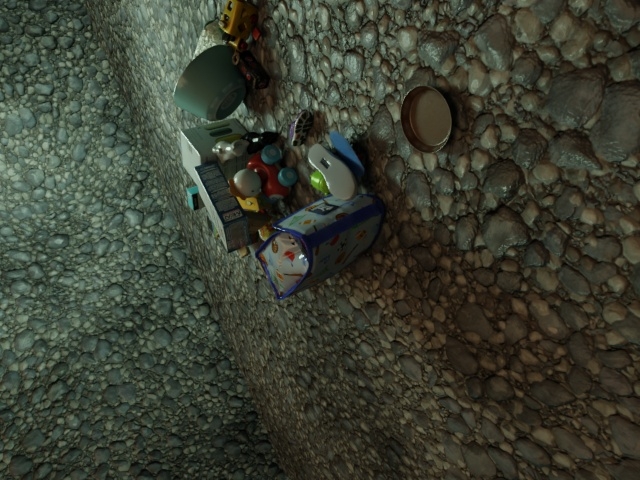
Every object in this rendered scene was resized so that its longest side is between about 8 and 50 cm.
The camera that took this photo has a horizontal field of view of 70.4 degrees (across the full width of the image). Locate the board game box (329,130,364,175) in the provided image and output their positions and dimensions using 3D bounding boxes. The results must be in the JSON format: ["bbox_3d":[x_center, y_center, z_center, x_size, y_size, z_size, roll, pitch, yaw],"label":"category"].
[{"bbox_3d":[0.094,-0.279,1.419,0.169,0.033,0.133,55,170,-22],"label":"board game box"}]

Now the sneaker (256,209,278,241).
[{"bbox_3d":[-0.249,-0.069,2.095,0.208,0.081,0.094,45,138,32],"label":"sneaker"}]

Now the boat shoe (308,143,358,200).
[{"bbox_3d":[0.054,-0.215,1.469,0.096,0.088,0.267,-56,48,17],"label":"boat shoe"}]

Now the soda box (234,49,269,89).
[{"bbox_3d":[-0.263,-0.651,1.733,0.169,0.060,0.053,56,148,21],"label":"soda box"}]

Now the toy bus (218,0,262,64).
[{"bbox_3d":[-0.313,-0.776,1.641,0.190,0.104,0.203,-10,87,44],"label":"toy bus"}]

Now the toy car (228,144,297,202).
[{"bbox_3d":[-0.256,-0.222,1.810,0.210,0.238,0.219,53,149,-2],"label":"toy car"}]

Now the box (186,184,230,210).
[{"bbox_3d":[-0.547,-0.241,2.292,0.060,0.244,0.101,43,143,35],"label":"box"}]

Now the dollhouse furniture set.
[{"bbox_3d":[-0.268,0.060,1.965,0.303,0.173,0.356,-35,71,26],"label":"dollhouse furniture set"}]

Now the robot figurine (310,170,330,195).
[{"bbox_3d":[0.011,-0.205,1.578,0.115,0.067,0.101,36,148,52],"label":"robot figurine"}]

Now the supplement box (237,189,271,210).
[{"bbox_3d":[-0.320,-0.193,2.128,0.233,0.080,0.078,14,122,57],"label":"supplement box"}]

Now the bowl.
[{"bbox_3d":[-0.419,-0.604,1.828,0.163,0.311,0.311,44,148,0],"label":"bowl"}]

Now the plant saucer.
[{"bbox_3d":[0.268,-0.303,1.135,0.168,0.029,0.169,38,141,40],"label":"plant saucer"}]

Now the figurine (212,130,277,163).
[{"bbox_3d":[-0.302,-0.385,1.828,0.209,0.214,0.093,3,115,56],"label":"figurine"}]

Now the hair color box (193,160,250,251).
[{"bbox_3d":[-0.402,-0.144,1.849,0.347,0.105,0.174,58,159,31],"label":"hair color box"}]

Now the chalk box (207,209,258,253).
[{"bbox_3d":[-0.427,-0.071,2.288,0.289,0.179,0.180,48,145,29],"label":"chalk box"}]

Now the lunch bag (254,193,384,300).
[{"bbox_3d":[0.000,0.000,1.488,0.239,0.327,0.385,59,151,5],"label":"lunch bag"}]

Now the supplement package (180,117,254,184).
[{"bbox_3d":[-0.456,-0.388,2.024,0.199,0.262,0.198,49,146,29],"label":"supplement package"}]

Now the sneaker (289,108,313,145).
[{"bbox_3d":[-0.081,-0.404,1.601,0.071,0.068,0.170,64,152,17],"label":"sneaker"}]

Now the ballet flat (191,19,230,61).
[{"bbox_3d":[-0.480,-0.759,1.945,0.147,0.146,0.409,65,151,3],"label":"ballet flat"}]
